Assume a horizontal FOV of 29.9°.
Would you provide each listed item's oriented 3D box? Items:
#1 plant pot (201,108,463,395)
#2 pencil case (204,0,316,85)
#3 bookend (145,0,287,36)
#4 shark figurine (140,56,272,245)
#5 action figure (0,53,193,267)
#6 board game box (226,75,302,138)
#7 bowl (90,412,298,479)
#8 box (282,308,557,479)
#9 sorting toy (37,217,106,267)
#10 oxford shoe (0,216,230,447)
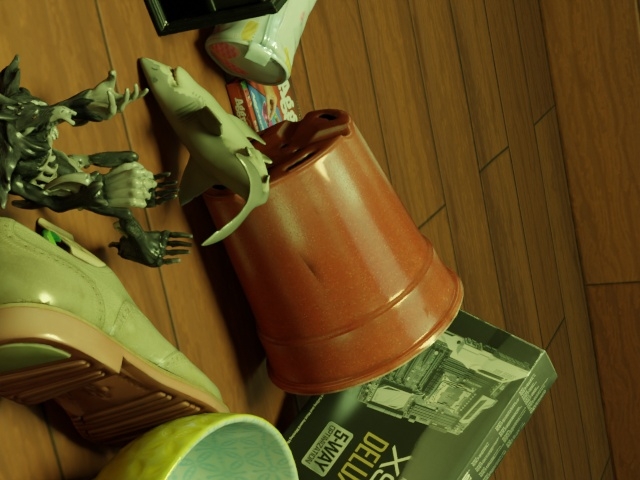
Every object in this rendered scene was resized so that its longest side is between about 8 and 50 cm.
[{"bbox_3d":[0.000,0.000,1.465,0.265,0.272,0.272,63,31,-23],"label":"plant pot"},{"bbox_3d":[-0.047,-0.330,1.501,0.113,0.124,0.273,31,72,-31],"label":"pencil case"},{"bbox_3d":[-0.130,-0.325,1.348,0.072,0.157,0.156,-62,140,-51],"label":"bookend"},{"bbox_3d":[-0.116,-0.072,1.315,0.166,0.116,0.278,35,14,-45],"label":"shark figurine"},{"bbox_3d":[-0.218,-0.081,1.125,0.275,0.141,0.164,42,35,-56],"label":"action figure"},{"bbox_3d":[-0.050,-0.102,1.627,0.145,0.027,0.281,-52,131,-58],"label":"board game box"},{"bbox_3d":[-0.156,0.295,1.135,0.289,0.156,0.289,-19,112,-59],"label":"bowl"},{"bbox_3d":[0.112,0.227,1.510,0.307,0.242,0.076,-52,141,-14],"label":"box"},{"bbox_3d":[-0.248,0.001,1.153,0.012,0.062,0.083,-53,147,0],"label":"sorting toy"},{"bbox_3d":[-0.194,0.099,1.149,0.397,0.140,0.146,52,25,-59],"label":"oxford shoe"}]
